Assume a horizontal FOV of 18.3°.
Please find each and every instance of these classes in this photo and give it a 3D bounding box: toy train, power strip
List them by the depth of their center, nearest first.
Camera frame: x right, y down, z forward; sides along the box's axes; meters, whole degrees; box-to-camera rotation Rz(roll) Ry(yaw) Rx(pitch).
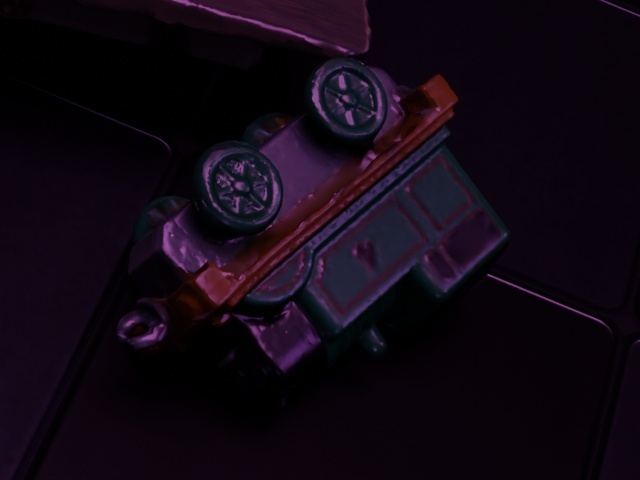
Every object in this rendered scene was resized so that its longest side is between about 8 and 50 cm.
[{"bbox_3d":[0.000,0.000,0.959,0.136,0.091,0.227,49,57,-3],"label":"toy train"},{"bbox_3d":[-0.105,-0.167,1.069,0.257,0.092,0.251,12,40,-9],"label":"power strip"}]
